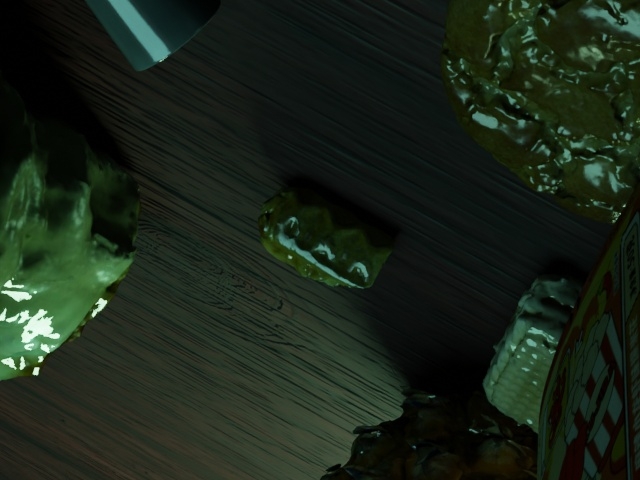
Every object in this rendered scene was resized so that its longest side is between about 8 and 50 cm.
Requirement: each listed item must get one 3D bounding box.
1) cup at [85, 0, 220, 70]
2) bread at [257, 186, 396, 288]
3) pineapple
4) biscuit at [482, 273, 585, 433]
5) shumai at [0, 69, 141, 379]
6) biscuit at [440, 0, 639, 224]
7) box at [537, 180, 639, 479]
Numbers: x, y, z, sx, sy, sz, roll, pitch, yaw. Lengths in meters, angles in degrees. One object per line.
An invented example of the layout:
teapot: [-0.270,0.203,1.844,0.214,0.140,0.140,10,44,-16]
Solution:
cup: [-0.126,-0.174,0.989,0.077,0.078,0.100,51,175,-20]
bread: [0.000,0.000,1.132,0.110,0.060,0.066,29,134,3]
pineapple: [0.128,0.297,1.209,0.352,0.300,0.352,22,149,14]
biscuit: [0.329,0.164,1.058,0.426,0.078,0.144,26,148,8]
shumai: [-0.323,-0.029,1.189,0.323,0.398,0.324,20,-173,-47]
biscuit: [0.172,-0.085,0.874,0.225,0.042,0.226,22,149,14]
box: [0.246,0.148,0.812,0.213,0.284,0.260,12,129,0]
